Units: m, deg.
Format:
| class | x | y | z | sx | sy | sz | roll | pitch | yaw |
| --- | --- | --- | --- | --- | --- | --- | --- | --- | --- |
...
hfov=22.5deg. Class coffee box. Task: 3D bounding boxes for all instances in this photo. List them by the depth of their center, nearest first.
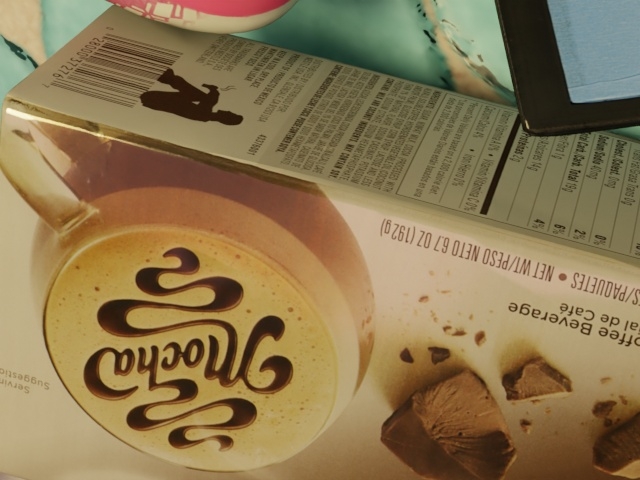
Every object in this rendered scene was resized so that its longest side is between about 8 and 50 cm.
| class | x | y | z | sx | sy | sz | roll | pitch | yaw |
| --- | --- | --- | --- | --- | --- | --- | --- | --- | --- |
| coffee box | 0.028 | 0.034 | 0.633 | 0.297 | 0.119 | 0.168 | 16 | 119 | 8 |

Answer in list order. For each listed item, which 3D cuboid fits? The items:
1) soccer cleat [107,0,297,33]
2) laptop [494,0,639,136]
| class | x | y | z | sx | sy | sz | roll | pitch | yaw |
| --- | --- | --- | --- | --- | --- | --- | --- | --- | --- |
| soccer cleat | -0.140 | -0.185 | 0.681 | 0.331 | 0.116 | 0.143 | 39 | 153 | 7 |
| laptop | 0.161 | -0.171 | 0.361 | 0.264 | 0.137 | 0.234 | -32 | 59 | 44 |
